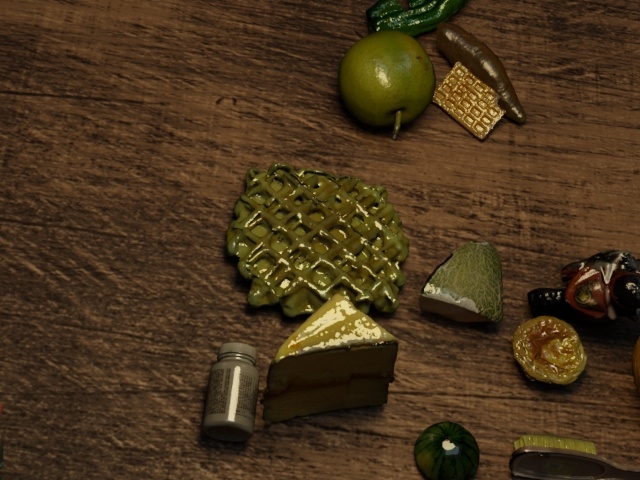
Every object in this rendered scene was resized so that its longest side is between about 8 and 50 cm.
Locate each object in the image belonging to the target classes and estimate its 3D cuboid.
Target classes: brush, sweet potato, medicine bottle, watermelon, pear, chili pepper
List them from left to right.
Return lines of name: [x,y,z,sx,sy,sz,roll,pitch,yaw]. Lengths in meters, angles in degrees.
medicine bottle: [-0.136,0.233,1.813,0.079,0.079,0.140,8,60,-6]
pear: [0.127,-0.269,2.093,0.180,0.166,0.216,1,52,-27]
chili pepper: [0.197,-0.448,2.262,0.253,0.083,0.099,-31,70,-20]
watermelon: [0.201,0.326,1.836,0.105,0.062,0.105,4,52,-5]
sweet potato: [0.310,-0.320,2.219,0.244,0.077,0.077,46,63,8]
brush: [0.451,0.350,1.873,0.313,0.072,0.067,9,46,-7]

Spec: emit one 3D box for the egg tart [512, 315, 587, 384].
egg tart: [0.376,0.189,1.953,0.130,0.052,0.130,6,60,-10]

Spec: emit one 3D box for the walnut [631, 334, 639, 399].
walnut: [0.602,0.212,1.894,0.193,0.226,0.193,-20,36,15]

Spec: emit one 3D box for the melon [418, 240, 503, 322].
melon: [0.253,0.088,1.967,0.202,0.093,0.139,-33,69,-34]

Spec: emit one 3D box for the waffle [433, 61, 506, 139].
waffle: [0.279,-0.258,2.180,0.135,0.021,0.092,39,93,12]

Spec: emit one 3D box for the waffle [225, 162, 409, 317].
waffle: [0.000,0.000,1.973,0.317,0.073,0.297,4,60,-9]

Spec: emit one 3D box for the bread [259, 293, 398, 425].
bread: [0.008,0.215,1.766,0.135,0.240,0.178,39,65,18]

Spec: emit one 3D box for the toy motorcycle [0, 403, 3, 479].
toy motorcycle: [-0.578,0.293,1.679,0.272,0.123,0.182,16,81,1]

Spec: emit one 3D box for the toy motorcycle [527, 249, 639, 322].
toy motorcycle: [0.559,0.065,1.975,0.401,0.207,0.134,-8,88,-18]
